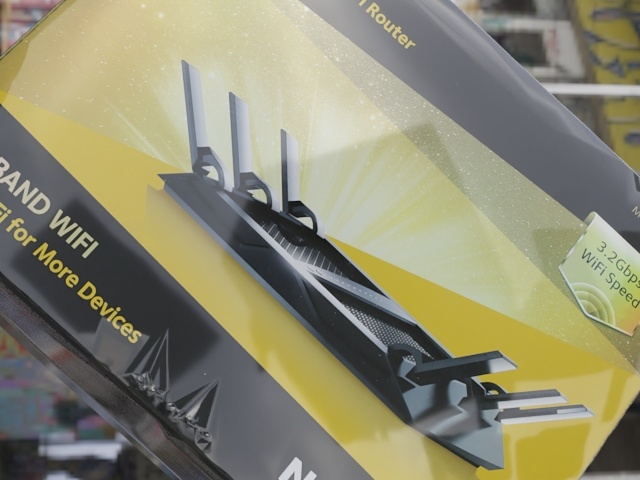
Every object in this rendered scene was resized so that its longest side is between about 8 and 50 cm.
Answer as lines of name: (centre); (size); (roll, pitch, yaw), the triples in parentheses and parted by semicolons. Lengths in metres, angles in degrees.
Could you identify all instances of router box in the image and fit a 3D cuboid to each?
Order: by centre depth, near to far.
router box: (0.000, 0.000, 0.605); (0.243, 0.309, 0.081); (-50, -176, -23)
